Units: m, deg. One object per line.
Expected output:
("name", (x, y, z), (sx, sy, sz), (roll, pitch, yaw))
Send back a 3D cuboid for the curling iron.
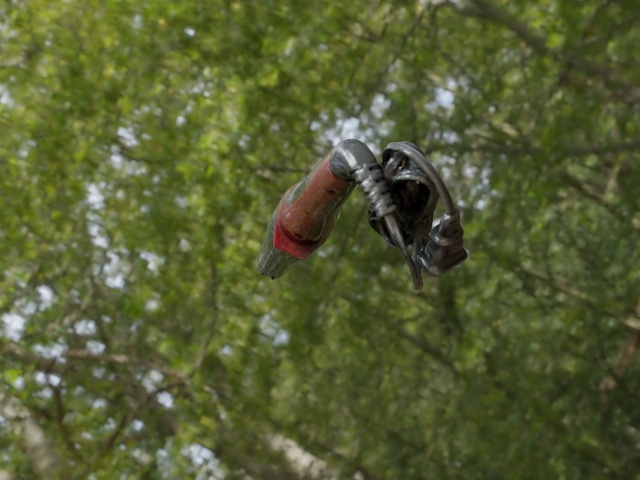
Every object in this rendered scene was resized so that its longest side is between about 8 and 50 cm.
("curling iron", (0.000, 0.000, 0.595), (0.035, 0.068, 0.274), (-35, 3, -17))
